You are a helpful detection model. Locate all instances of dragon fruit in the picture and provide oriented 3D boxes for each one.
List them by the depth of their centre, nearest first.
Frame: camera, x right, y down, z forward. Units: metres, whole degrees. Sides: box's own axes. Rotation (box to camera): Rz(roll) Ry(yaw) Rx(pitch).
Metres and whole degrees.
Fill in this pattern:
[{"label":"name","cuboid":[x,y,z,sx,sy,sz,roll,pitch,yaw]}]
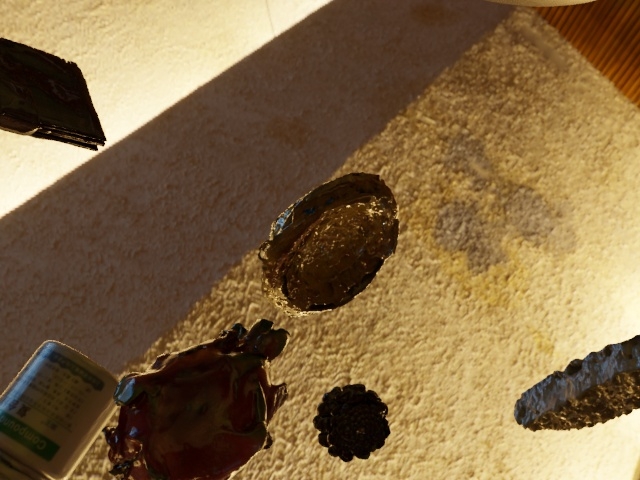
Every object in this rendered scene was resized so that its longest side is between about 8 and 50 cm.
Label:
[{"label":"dragon fruit","cuboid":[-0.146,0.206,0.910,0.198,0.200,0.269,57,-159,-14]}]

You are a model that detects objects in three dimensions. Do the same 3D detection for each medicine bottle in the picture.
[{"label":"medicine bottle","cuboid":[-0.377,0.260,0.949,0.139,0.139,0.236,30,-115,6]}]

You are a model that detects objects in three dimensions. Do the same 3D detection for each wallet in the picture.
[{"label":"wallet","cuboid":[-0.331,-0.163,0.743,0.230,0.042,0.124,12,-132,-58]}]

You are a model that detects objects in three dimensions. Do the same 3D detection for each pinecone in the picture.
[{"label":"pinecone","cuboid":[0.052,0.319,1.288,0.140,0.140,0.121,13,-171,-8]}]

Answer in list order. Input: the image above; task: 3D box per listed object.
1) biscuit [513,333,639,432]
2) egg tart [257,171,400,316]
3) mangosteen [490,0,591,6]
[{"label":"biscuit","cuboid":[0.470,0.244,1.205,0.179,0.281,0.084,34,-148,-43]},{"label":"egg tart","cuboid":[0.000,0.000,1.164,0.291,0.290,0.107,-19,-133,-30]},{"label":"mangosteen","cuboid":[0.126,-0.272,0.377,0.275,0.275,0.302,27,-122,3]}]
